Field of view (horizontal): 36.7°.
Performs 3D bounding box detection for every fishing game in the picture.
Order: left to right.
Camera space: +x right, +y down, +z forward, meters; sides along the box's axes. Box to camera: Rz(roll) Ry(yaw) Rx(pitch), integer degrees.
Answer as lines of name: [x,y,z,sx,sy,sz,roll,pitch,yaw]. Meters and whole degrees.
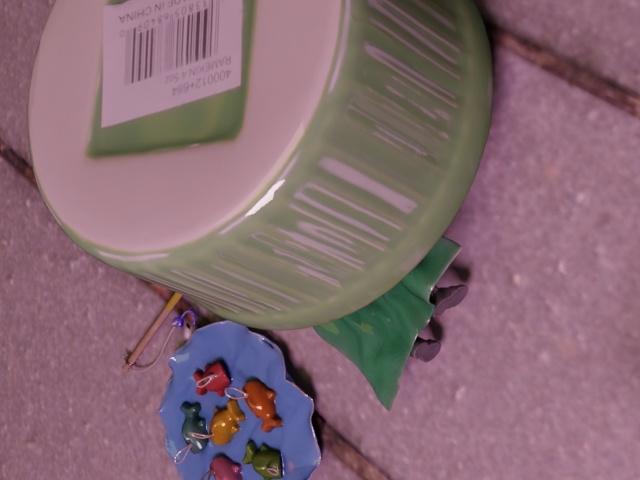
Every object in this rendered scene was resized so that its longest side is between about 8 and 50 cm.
fishing game: [-0.076,0.161,0.801,0.189,0.041,0.264,-47,66,33]

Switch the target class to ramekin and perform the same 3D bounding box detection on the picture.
ramekin: [-0.054,-0.100,0.643,0.303,0.148,0.303,-10,72,33]

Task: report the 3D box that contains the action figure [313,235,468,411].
action figure: [0.000,0.000,0.712,0.232,0.063,0.137,38,117,31]
